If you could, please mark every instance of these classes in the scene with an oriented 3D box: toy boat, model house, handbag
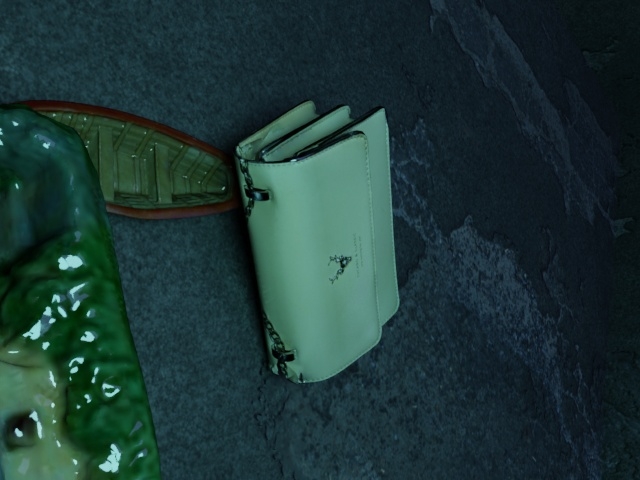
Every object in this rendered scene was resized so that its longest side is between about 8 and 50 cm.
[{"bbox_3d":[-0.230,-0.088,0.980,0.392,0.079,0.136,9,73,-49],"label":"toy boat"},{"bbox_3d":[-0.374,0.078,0.576,0.343,0.335,0.382,6,68,-52],"label":"model house"},{"bbox_3d":[0.000,0.000,1.102,0.237,0.160,0.358,-38,131,-43],"label":"handbag"}]
